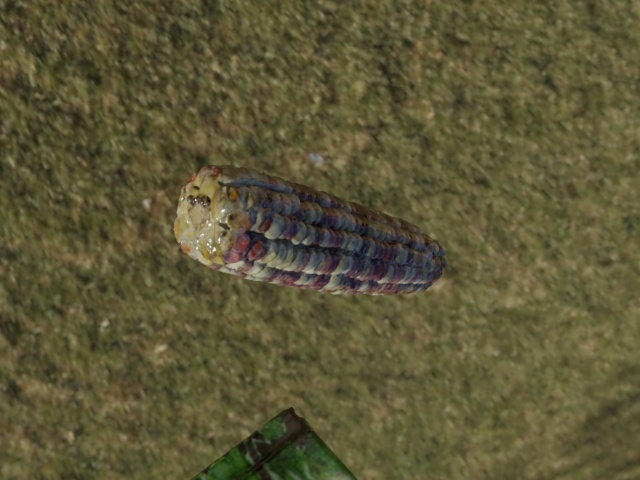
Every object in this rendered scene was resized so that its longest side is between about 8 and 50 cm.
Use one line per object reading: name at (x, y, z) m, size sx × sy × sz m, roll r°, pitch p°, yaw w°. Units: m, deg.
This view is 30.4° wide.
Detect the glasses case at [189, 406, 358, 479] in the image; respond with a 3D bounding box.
glasses case at (-0.089, 0.181, 0.420) m, size 0.272 × 0.062 × 0.095 m, roll -36°, pitch 129°, yaw -12°

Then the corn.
corn at (0.000, 0.000, 0.842) m, size 0.237 × 0.079 × 0.079 m, roll 13°, pitch 119°, yaw -46°
